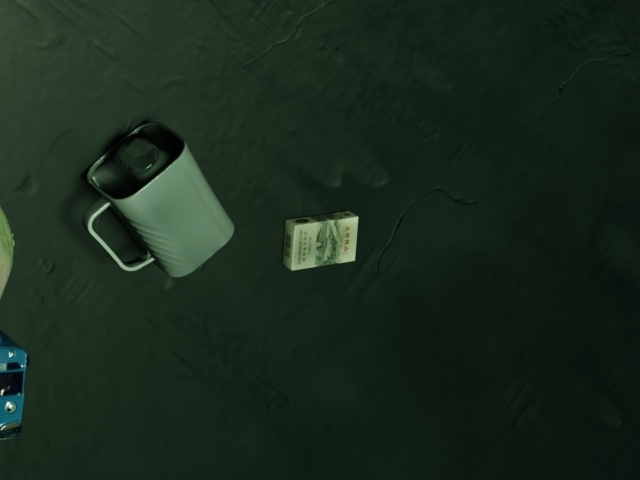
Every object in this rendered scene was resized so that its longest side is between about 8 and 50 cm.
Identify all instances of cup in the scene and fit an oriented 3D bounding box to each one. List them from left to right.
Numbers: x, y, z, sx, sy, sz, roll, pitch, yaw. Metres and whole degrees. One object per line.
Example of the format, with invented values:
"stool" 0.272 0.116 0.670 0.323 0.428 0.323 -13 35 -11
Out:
"cup" -0.170 -0.031 1.756 0.128 0.095 0.129 -42 128 -13

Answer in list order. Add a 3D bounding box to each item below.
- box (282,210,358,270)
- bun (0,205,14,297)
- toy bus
"box" 0.000 0.000 1.927 0.083 0.024 0.054 -9 112 -31
"bun" -0.391 -0.022 1.482 0.293 0.293 0.187 -2 149 -33
"toy bus" -0.347 0.116 1.640 0.090 0.184 0.106 3 105 -35
